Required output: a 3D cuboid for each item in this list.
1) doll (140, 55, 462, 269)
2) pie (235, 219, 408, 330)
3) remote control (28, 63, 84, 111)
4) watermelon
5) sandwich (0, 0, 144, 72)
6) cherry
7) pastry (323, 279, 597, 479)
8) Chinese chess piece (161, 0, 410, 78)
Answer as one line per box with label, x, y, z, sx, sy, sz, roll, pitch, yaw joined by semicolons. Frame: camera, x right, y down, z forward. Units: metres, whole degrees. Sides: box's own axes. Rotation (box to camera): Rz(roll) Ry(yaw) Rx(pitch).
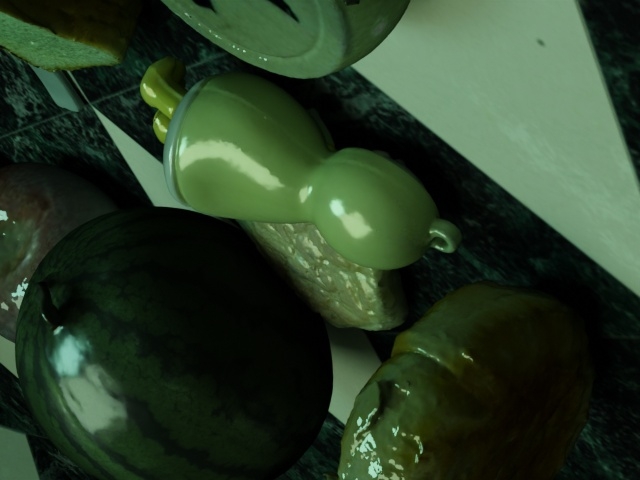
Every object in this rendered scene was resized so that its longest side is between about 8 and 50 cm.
doll;-0.016;-0.057;1.288;0.296;0.117;0.141;20;146;19
pie;-0.002;0.002;1.442;0.218;0.052;0.185;51;161;-13
remote control;-0.301;-0.199;1.623;0.050;0.027;0.184;20;151;46
watermelon;-0.146;0.109;1.560;0.359;0.279;0.279;31;170;-39
sandwich;-0.279;-0.210;1.380;0.214;0.065;0.186;20;172;-35
cherry;-0.304;0.020;1.840;0.239;0.206;0.239;20;-173;-3
pastry;0.109;0.138;1.240;0.121;0.236;0.257;30;-174;33
Chinese chess piece;-0.042;-0.208;1.033;0.237;0.092;0.238;33;158;15
